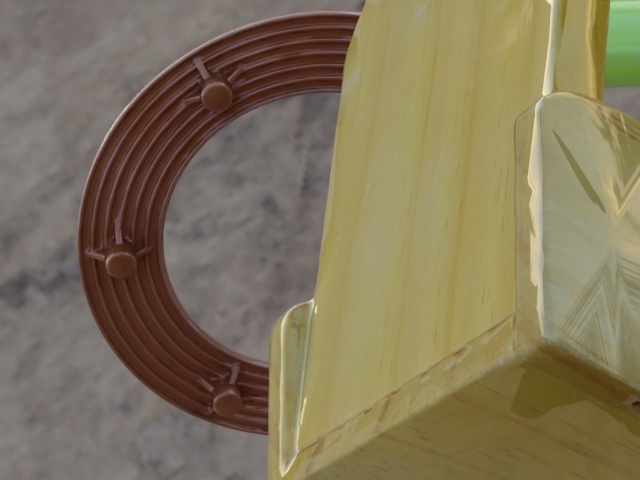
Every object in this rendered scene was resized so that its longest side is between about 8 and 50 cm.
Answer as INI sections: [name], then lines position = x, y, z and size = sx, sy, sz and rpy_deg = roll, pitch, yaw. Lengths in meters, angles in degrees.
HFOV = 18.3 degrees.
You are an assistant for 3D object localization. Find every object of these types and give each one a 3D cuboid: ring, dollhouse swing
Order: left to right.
[ring]
position = 0.000, 0.000, 1.381
size = 0.336, 0.336, 0.032
rpy_deg = -26, 29, 5
[dollhouse swing]
position = 0.154, 0.006, 1.023
size = 0.305, 0.315, 0.347
rpy_deg = -67, 11, -26

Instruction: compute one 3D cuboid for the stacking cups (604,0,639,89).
[stacking cups]
position = 0.318, -0.175, 1.682
size = 0.316, 0.096, 0.096
rpy_deg = -1, 48, 29
